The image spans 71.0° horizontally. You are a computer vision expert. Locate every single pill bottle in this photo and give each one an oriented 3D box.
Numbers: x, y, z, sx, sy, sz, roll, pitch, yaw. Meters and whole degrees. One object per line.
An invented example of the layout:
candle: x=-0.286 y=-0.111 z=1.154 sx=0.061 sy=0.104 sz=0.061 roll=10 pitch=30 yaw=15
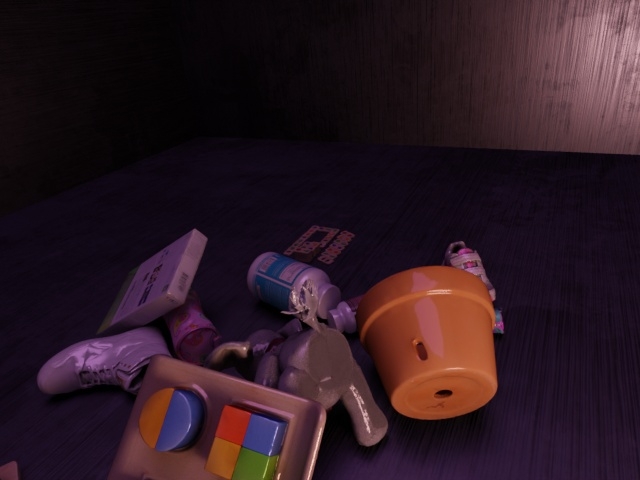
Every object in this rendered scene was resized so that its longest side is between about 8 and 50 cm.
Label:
pill bottle: x=0.097 y=0.190 z=1.170 sx=0.151 sy=0.086 sz=0.086 roll=-16 pitch=29 yaw=-19
pill bottle: x=-0.072 y=0.132 z=1.254 sx=0.264 sy=0.146 sz=0.146 roll=19 pitch=36 yaw=39

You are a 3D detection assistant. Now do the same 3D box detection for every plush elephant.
plush elephant: x=-0.071 y=0.266 z=0.888 sx=0.271 sy=0.330 sz=0.255 roll=-3 pitch=-16 yaw=-44

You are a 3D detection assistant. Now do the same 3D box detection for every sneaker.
sneaker: x=0.412 y=0.086 z=1.277 sx=0.102 sy=0.111 sz=0.252 roll=-10 pitch=28 yaw=-7
sneaker: x=-0.500 y=0.304 z=1.055 sx=0.292 sy=0.108 sz=0.169 roll=-20 pitch=27 yaw=-27

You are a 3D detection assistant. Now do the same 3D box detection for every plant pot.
plant pot: x=0.226 y=0.221 z=0.907 sx=0.290 sy=0.291 sz=0.204 roll=-6 pitch=43 yaw=1

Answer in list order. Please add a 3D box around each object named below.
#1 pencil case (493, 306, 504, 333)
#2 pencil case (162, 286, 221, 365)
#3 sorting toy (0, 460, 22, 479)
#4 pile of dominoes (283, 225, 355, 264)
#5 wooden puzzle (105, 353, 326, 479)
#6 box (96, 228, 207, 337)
pencil case: x=0.373 y=0.202 z=1.111 sx=0.151 sy=0.065 sz=0.070 roll=-5 pitch=2 yaw=4
pencil case: x=-0.356 y=0.209 z=1.196 sx=0.124 sy=0.124 sz=0.284 roll=-18 pitch=28 yaw=-22
sorting toy: x=-0.640 y=0.500 z=0.726 sx=0.257 sy=0.090 sz=0.255 roll=-22 pitch=31 yaw=-28
pile of dominoes: x=0.000 y=0.000 z=1.608 sx=0.195 sy=0.040 sz=0.251 roll=8 pitch=31 yaw=26
wooden puzzle: x=-0.191 y=0.366 z=0.679 sx=0.347 sy=0.080 sz=0.322 roll=9 pitch=73 yaw=21
box: x=-0.457 y=0.125 z=1.224 sx=0.322 sy=0.058 sz=0.232 roll=-27 pitch=35 yaw=28
